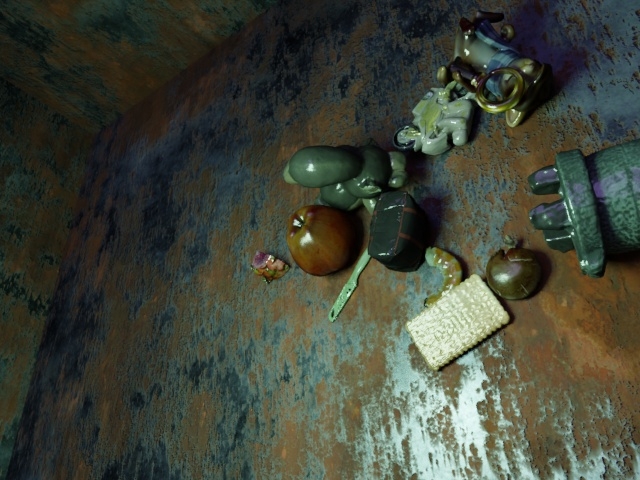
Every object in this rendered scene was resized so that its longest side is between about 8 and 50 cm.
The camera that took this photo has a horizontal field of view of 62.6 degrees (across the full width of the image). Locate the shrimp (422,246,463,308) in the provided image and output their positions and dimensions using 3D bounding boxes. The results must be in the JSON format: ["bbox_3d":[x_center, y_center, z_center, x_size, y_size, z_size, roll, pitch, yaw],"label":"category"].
[{"bbox_3d":[0.324,0.108,1.489,0.166,0.049,0.161,-56,45,9],"label":"shrimp"}]

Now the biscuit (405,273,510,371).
[{"bbox_3d":[0.357,0.217,1.389,0.249,0.030,0.160,-40,56,15],"label":"biscuit"}]

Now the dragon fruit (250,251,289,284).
[{"bbox_3d":[-0.193,0.100,1.885,0.147,0.102,0.096,11,65,53],"label":"dragon fruit"}]

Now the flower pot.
[{"bbox_3d":[0.622,-0.067,1.168,0.282,0.299,0.299,-13,58,26],"label":"flower pot"}]

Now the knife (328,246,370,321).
[{"bbox_3d":[0.105,0.129,1.672,0.043,0.020,0.293,28,86,44],"label":"knife"}]

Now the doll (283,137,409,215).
[{"bbox_3d":[0.048,-0.229,1.683,0.382,0.378,0.252,-9,64,56],"label":"doll"}]

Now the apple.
[{"bbox_3d":[0.000,0.002,1.694,0.234,0.234,0.234,-20,54,30],"label":"apple"}]

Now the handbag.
[{"bbox_3d":[0.230,-0.022,1.549,0.155,0.169,0.215,0,68,37],"label":"handbag"}]

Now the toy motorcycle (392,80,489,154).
[{"bbox_3d":[0.398,-0.388,1.667,0.341,0.108,0.223,-49,54,-4],"label":"toy motorcycle"}]

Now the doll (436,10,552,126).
[{"bbox_3d":[0.512,-0.511,1.526,0.318,0.209,0.340,-42,70,-7],"label":"doll"}]

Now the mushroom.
[{"bbox_3d":[0.490,0.066,1.344,0.135,0.080,0.171,-13,61,23],"label":"mushroom"}]
